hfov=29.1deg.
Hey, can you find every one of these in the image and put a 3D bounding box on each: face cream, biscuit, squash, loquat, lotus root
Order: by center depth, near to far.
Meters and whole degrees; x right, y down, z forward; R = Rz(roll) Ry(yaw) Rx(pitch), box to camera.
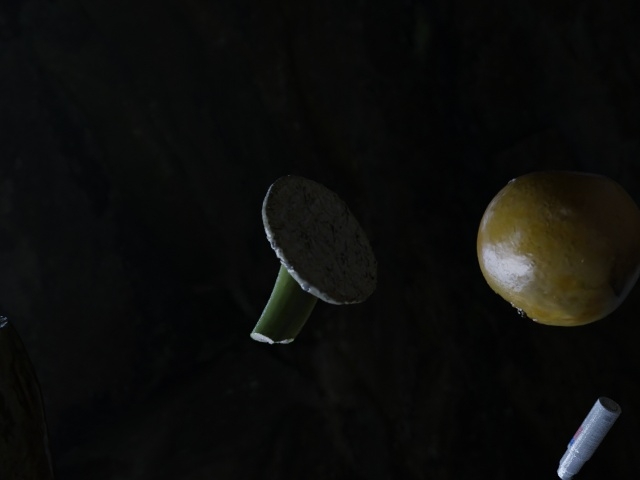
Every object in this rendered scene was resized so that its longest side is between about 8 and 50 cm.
[{"bbox_3d":[0.000,0.000,1.218,0.152,0.020,0.152,31,-141,-29],"label":"biscuit"},{"bbox_3d":[-0.409,0.273,1.364,0.250,0.250,0.346,-52,-47,-61],"label":"lotus root"},{"bbox_3d":[0.351,0.265,1.627,0.034,0.130,0.034,20,-153,-10],"label":"face cream"},{"bbox_3d":[0.372,0.005,1.925,0.263,0.263,0.263,43,-145,-42],"label":"loquat"},{"bbox_3d":[-0.033,0.055,1.944,0.083,0.083,0.250,41,-117,-44],"label":"squash"}]
